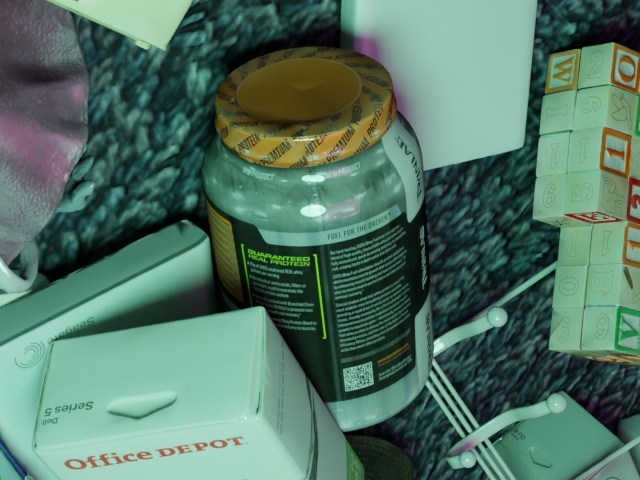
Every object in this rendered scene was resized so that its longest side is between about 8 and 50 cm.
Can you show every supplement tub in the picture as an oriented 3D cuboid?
[{"bbox_3d":[0.000,0.000,1.351,0.194,0.193,0.316,-22,130,-20],"label":"supplement tub"}]

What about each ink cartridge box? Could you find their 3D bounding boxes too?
[{"bbox_3d":[-0.094,0.188,1.296,0.198,0.114,0.273,-10,139,15],"label":"ink cartridge box"},{"bbox_3d":[0.293,0.292,1.755,0.127,0.128,0.176,-37,130,-9],"label":"ink cartridge box"}]

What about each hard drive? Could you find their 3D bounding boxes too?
[{"bbox_3d":[-0.188,0.176,1.397,0.233,0.047,0.353,-28,133,-29],"label":"hard drive"},{"bbox_3d":[0.113,-0.214,1.409,0.203,0.040,0.307,-14,123,-26],"label":"hard drive"}]

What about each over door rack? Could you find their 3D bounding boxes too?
[{"bbox_3d":[0.268,0.141,1.602,0.324,0.108,0.239,-35,97,-10],"label":"over door rack"}]

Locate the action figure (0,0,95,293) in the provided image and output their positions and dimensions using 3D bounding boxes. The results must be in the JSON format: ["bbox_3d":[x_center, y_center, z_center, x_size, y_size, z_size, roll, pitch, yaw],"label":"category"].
[{"bbox_3d":[-0.356,-0.118,1.107,0.370,0.248,0.275,-2,144,-33],"label":"action figure"}]

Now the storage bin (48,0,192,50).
[{"bbox_3d":[-0.224,-0.265,1.026,0.262,0.260,0.123,22,107,-39],"label":"storage bin"}]

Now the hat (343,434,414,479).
[{"bbox_3d":[-0.003,0.364,1.575,0.331,0.134,0.331,-21,133,-25],"label":"hat"}]

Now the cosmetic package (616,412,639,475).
[{"bbox_3d":[0.591,0.297,1.927,0.453,0.161,0.230,-15,123,-24],"label":"cosmetic package"}]

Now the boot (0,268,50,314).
[{"bbox_3d":[-0.319,0.080,1.283,0.190,0.069,0.086,-5,115,-32],"label":"boot"}]

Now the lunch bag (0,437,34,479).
[{"bbox_3d":[-0.346,0.239,1.288,0.219,0.090,0.176,-14,127,18],"label":"lunch bag"}]

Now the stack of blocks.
[{"bbox_3d":[0.302,-0.030,1.518,0.171,0.087,0.297,14,79,-37],"label":"stack of blocks"}]
